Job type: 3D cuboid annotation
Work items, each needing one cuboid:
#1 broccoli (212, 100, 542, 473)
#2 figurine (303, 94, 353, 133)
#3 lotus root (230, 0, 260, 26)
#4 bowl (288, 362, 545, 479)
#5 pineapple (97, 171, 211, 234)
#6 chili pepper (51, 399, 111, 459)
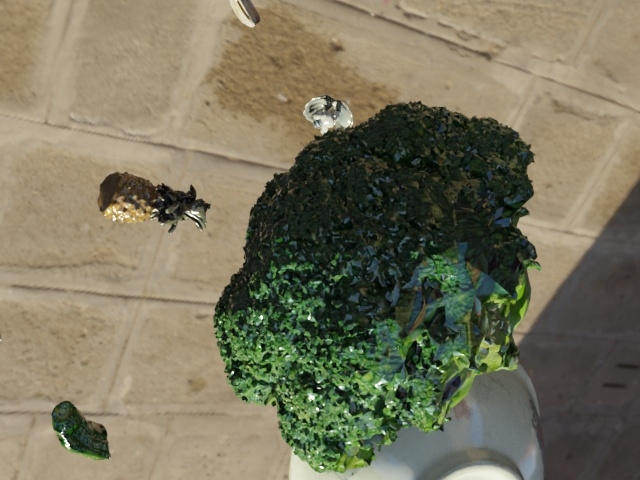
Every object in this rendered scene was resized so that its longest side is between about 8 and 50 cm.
[{"bbox_3d":[0.051,0.035,0.585,0.294,0.265,0.245,-43,130,10],"label":"broccoli"},{"bbox_3d":[0.012,-0.256,1.591,0.086,0.082,0.094,-14,152,-23],"label":"figurine"},{"bbox_3d":[-0.151,-0.456,1.507,0.030,0.037,0.083,-13,122,32],"label":"lotus root"},{"bbox_3d":[0.185,0.363,1.161,0.435,0.196,0.434,-4,105,-16],"label":"bowl"},{"bbox_3d":[-0.341,-0.078,1.630,0.237,0.111,0.119,12,75,-34],"label":"pineapple"},{"bbox_3d":[-0.509,0.415,1.654,0.061,0.098,0.224,-14,147,1],"label":"chili pepper"}]
